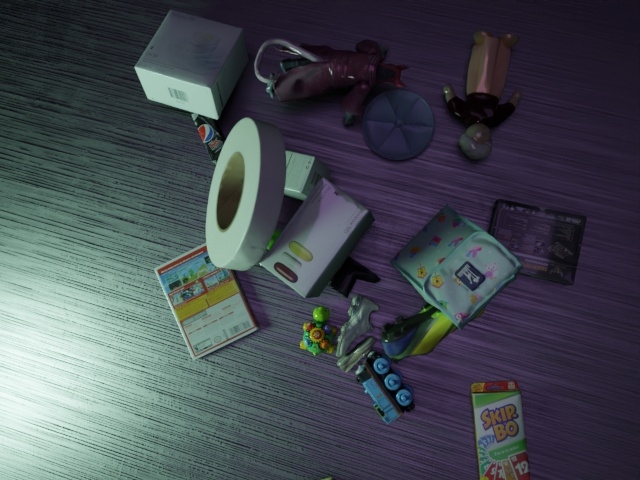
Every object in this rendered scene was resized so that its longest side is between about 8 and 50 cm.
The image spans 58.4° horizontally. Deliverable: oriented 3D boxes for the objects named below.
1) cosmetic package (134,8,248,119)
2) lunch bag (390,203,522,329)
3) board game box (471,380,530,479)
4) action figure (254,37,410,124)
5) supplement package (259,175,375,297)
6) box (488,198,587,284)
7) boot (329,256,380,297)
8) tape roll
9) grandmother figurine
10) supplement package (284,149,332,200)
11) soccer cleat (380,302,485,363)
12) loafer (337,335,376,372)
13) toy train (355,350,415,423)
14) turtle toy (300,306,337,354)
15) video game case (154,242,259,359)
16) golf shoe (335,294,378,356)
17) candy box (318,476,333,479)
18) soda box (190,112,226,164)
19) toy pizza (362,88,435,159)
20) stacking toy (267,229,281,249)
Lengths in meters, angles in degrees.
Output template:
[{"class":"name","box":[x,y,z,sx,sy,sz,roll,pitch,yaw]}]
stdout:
[{"class":"cosmetic package","box":[-0.349,-0.490,1.589,0.224,0.138,0.225,17,65,8]},{"class":"lunch bag","box":[0.339,0.069,1.420,0.223,0.160,0.262,-45,40,2]},{"class":"board game box","box":[0.464,0.498,1.481,0.124,0.039,0.260,-5,81,6]},{"class":"action figure","box":[0.053,-0.466,1.516,0.370,0.275,0.248,6,79,21]},{"class":"supplement package","box":[0.000,0.000,1.446,0.145,0.204,0.262,36,91,10]},{"class":"box","box":[0.559,0.004,1.504,0.231,0.056,0.183,12,87,8]},{"class":"boot","box":[0.090,0.110,1.556,0.121,0.045,0.099,32,87,16]},{"class":"tape roll","box":[-0.199,-0.115,1.455,0.072,0.392,0.392,12,85,-27]},{"class":"grandmother figurine","box":[0.433,-0.383,1.538,0.207,0.104,0.343,7,83,16]},{"class":"supplement package","box":[-0.081,-0.178,1.543,0.179,0.105,0.105,18,85,31]},{"class":"soccer cleat","box":[0.299,0.233,1.512,0.289,0.093,0.121,-22,113,0]},{"class":"loafer","box":[0.103,0.306,1.540,0.125,0.045,0.039,-38,98,8]},{"class":"toy train","box":[0.168,0.384,1.505,0.105,0.080,0.184,-37,82,8]},{"class":"turtle toy","box":[-0.004,0.243,1.540,0.095,0.066,0.130,6,72,8]},{"class":"video game case","box":[-0.321,0.163,1.609,0.204,0.025,0.285,-26,82,4]},{"class":"golf shoe","box":[0.098,0.238,1.534,0.086,0.069,0.176,23,89,2]},{"class":"candy box","box":[-0.097,0.757,1.493,0.316,0.087,0.183,-17,83,5]},{"class":"soda box","box":[-0.311,-0.304,1.635,0.053,0.060,0.169,-26,82,4]},{"class":"toy pizza","box":[0.216,-0.320,1.589,0.201,0.032,0.201,-1,84,6]},{"class":"stacking toy","box":[-0.022,-0.017,1.582,0.167,0.052,0.221,40,92,10]}]
